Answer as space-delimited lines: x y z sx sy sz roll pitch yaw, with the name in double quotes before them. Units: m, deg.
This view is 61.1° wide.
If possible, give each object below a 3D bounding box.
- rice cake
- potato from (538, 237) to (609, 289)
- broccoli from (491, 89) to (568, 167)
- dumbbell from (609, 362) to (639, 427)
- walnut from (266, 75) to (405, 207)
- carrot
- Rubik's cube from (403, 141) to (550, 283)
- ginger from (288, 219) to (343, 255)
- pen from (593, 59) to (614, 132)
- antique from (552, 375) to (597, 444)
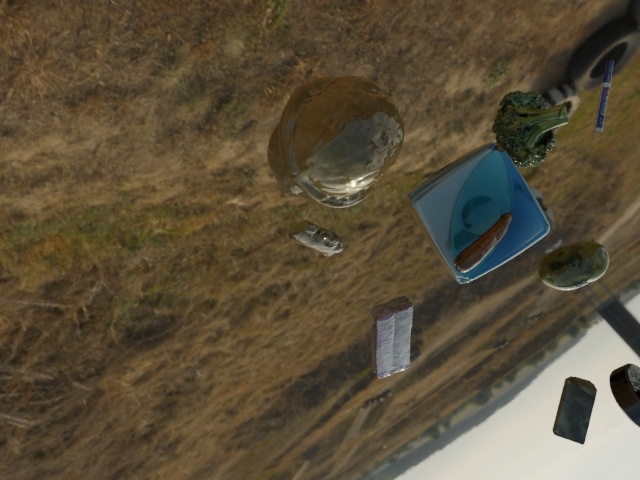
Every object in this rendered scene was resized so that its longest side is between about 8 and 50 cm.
"rice cake" 0.187 0.264 1.438 0.106 0.050 0.298 -18 136 -10
"potato" 0.933 0.095 2.007 0.248 0.169 0.143 -22 146 34
"broccoli" 0.760 -0.410 1.989 0.259 0.288 0.235 -14 -178 8
"dumbbell" 0.794 0.321 1.224 0.152 0.152 0.218 -9 152 -49
"walnut" 0.042 -0.265 1.473 0.381 0.381 0.381 -30 157 -14
"carrot" 0.467 0.003 1.528 0.248 0.059 0.059 -41 160 -15
"Rubik's cube" 0.504 -0.095 1.811 0.351 0.347 0.352 -33 -177 6
"ginger" 0.002 0.000 1.586 0.213 0.137 0.074 33 74 -41
"pen" 0.816 -0.413 1.559 0.025 0.025 0.204 -14 113 -43
"antique" 0.766 0.505 1.631 0.088 0.086 0.183 27 78 -68
